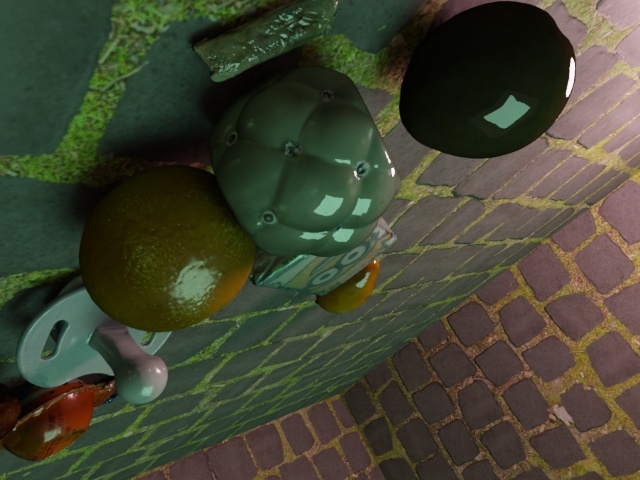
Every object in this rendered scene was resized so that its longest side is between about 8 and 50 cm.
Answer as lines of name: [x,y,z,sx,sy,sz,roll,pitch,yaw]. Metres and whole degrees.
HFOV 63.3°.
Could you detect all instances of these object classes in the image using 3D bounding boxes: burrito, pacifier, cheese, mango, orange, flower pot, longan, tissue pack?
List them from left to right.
cheese: [-0.544,0.363,1.117,0.217,0.129,0.329,-43,167,19]
pacifier: [-0.328,0.171,0.864,0.238,0.226,0.287,-58,152,13]
orange: [-0.199,0.010,0.690,0.236,0.236,0.236,-26,157,-12]
burrito: [-0.057,-0.231,0.585,0.171,0.042,0.051,-30,128,-14]
flower pot: [-0.015,-0.097,0.665,0.195,0.246,0.246,-25,159,8]
tissue pack: [0.000,0.000,1.039,0.228,0.128,0.311,-37,159,13]
mango: [0.081,0.115,1.407,0.147,0.109,0.227,19,131,-31]
longan: [0.232,-0.220,0.752,0.248,0.248,0.248,-26,157,-12]

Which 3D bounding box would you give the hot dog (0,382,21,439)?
hot dog: [-0.648,0.300,0.782,0.267,0.174,0.387,-34,157,1]
